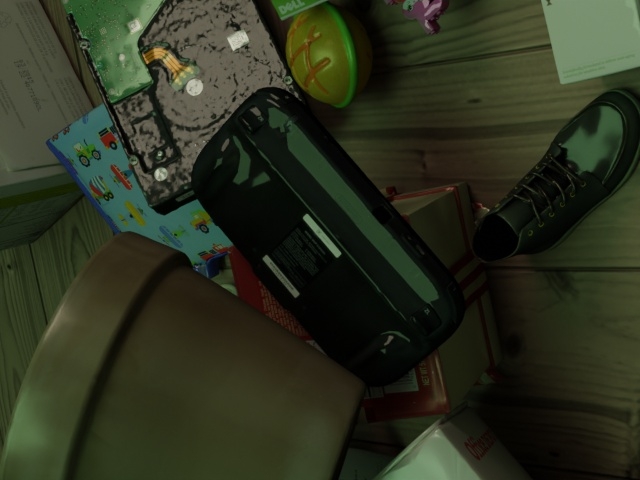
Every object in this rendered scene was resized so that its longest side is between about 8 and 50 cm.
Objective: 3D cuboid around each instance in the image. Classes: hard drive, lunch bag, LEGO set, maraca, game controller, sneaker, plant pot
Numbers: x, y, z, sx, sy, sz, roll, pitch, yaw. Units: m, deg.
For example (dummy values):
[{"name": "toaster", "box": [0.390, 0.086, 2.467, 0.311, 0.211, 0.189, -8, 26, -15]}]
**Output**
[{"name": "hard drive", "box": [-0.173, -0.232, 1.397, 0.237, 0.064, 0.339, -27, 76, 5]}, {"name": "lunch bag", "box": [-0.226, -0.073, 1.572, 0.221, 0.138, 0.293, -22, 98, 41]}, {"name": "LEGO set", "box": [0.186, -0.299, 1.149, 0.227, 0.087, 0.093, -40, 79, 35]}, {"name": "maraca", "box": [0.002, -0.238, 1.325, 0.185, 0.099, 0.127, -125, 32, -44]}, {"name": "game controller", "box": [0.000, 0.000, 1.106, 0.319, 0.067, 0.166, 50, 128, 7]}, {"name": "sneaker", "box": [0.252, -0.057, 1.141, 0.083, 0.118, 0.222, 45, 128, 22]}, {"name": "plant pot", "box": [-0.114, 0.184, 1.074, 0.280, 0.323, 0.323, 18, 119, 6]}]

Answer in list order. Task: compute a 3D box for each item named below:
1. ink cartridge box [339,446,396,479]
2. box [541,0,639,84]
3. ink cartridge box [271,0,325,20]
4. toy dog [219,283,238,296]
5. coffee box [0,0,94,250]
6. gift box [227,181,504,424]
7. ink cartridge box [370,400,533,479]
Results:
[{"name": "ink cartridge box", "box": [-0.025, 0.378, 1.493, 0.309, 0.272, 0.130, -23, 57, 43]}, {"name": "box", "box": [0.290, -0.218, 1.076, 0.101, 0.087, 0.102, -8, 98, 43]}, {"name": "ink cartridge box", "box": [0.002, -0.305, 1.168, 0.189, 0.255, 0.097, -15, 115, 38]}, {"name": "toy dog", "box": [-0.090, 0.200, 1.480, 0.161, 0.220, 0.334, 54, 160, -26]}, {"name": "coffee box", "box": [-0.598, -0.166, 1.715, 0.334, 0.338, 0.337, -34, 80, 44]}, {"name": "gift box", "box": [0.083, 0.077, 1.252, 0.276, 0.258, 0.255, -5, 99, 23]}, {"name": "ink cartridge box", "box": [0.214, 0.383, 1.165, 0.166, 0.285, 0.395, -42, 77, 7]}]
